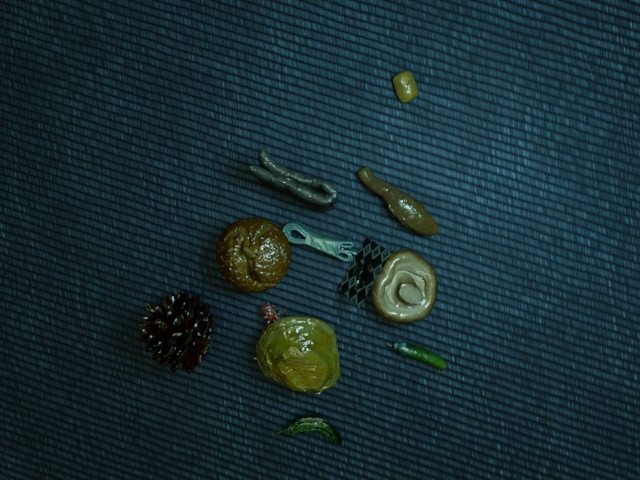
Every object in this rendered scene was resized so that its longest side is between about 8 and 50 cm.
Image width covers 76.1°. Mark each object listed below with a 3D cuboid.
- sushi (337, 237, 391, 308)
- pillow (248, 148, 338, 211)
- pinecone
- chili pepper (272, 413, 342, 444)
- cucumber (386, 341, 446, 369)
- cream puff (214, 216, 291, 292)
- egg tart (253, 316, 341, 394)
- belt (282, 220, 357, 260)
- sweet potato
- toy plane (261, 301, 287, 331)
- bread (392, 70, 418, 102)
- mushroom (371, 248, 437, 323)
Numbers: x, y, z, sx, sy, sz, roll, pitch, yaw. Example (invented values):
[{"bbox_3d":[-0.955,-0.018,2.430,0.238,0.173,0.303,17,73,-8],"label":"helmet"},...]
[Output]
[{"bbox_3d":[0.176,0.123,1.529,0.047,0.219,0.232,28,94,-23],"label":"sushi"},{"bbox_3d":[-0.091,-0.205,1.503,0.325,0.228,0.101,27,88,2],"label":"pillow"},{"bbox_3d":[-0.541,0.340,1.545,0.295,0.242,0.298,37,100,-2],"label":"pinecone"},{"bbox_3d":[-0.046,0.749,1.631,0.278,0.065,0.122,7,90,-2],"label":"chili pepper"},{"bbox_3d":[0.380,0.442,1.601,0.249,0.056,0.056,21,94,-1],"label":"cucumber"},{"bbox_3d":[-0.257,0.055,1.514,0.302,0.212,0.304,2,96,17],"label":"cream puff"},{"bbox_3d":[-0.087,0.452,1.547,0.338,0.153,0.352,-1,113,-1],"label":"egg tart"},{"bbox_3d":[0.000,0.000,1.586,0.301,0.072,0.088,18,96,2],"label":"belt"},{"bbox_3d":[0.294,-0.143,1.551,0.385,0.109,0.109,40,94,0],"label":"sweet potato"},{"bbox_3d":[-0.156,0.319,1.614,0.194,0.077,0.126,27,97,-7],"label":"toy plane"},{"bbox_3d":[0.323,-0.585,1.549,0.082,0.056,0.116,-17,92,4],"label":"bread"},{"bbox_3d":[0.313,0.177,1.540,0.277,0.146,0.279,-1,94,-8],"label":"mushroom"}]
